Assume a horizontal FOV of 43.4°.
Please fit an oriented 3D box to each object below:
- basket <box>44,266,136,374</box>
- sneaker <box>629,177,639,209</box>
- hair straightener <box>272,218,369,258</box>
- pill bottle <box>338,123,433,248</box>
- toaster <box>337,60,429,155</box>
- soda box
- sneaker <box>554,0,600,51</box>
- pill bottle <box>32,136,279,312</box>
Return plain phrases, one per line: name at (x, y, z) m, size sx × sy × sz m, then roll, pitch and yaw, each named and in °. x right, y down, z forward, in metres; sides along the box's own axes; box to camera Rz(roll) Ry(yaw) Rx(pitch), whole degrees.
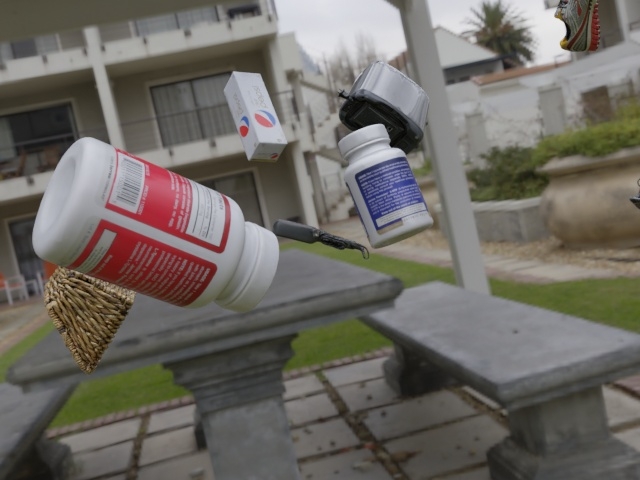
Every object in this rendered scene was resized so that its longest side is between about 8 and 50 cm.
basket at (-0.615, 0.181, 2.056) m, size 0.213 × 0.223 × 0.299 m, roll 30°, pitch -1°, yaw -11°
sneaker at (0.614, -0.123, 1.447) m, size 0.065 × 0.158 × 0.061 m, roll 29°, pitch 4°, yaw -5°
hair straightener at (0.000, 0.000, 1.812) m, size 0.230 × 0.047 × 0.089 m, roll 19°, pitch 2°, yaw 8°
pill bottle at (0.102, -0.091, 1.326) m, size 0.112 × 0.186 × 0.112 m, roll -21°, pitch -7°, yaw -3°
toaster at (0.142, -0.303, 1.818) m, size 0.129 × 0.227 × 0.146 m, roll -43°, pitch 19°, yaw 48°
soda box at (-0.150, -0.281, 1.828) m, size 0.074 × 0.216 × 0.069 m, roll -1°, pitch -34°, yaw -33°
sneaker at (0.571, -0.530, 1.797) m, size 0.093 × 0.225 × 0.088 m, roll -6°, pitch 21°, yaw 10°
pill bottle at (-0.289, -0.009, 1.474) m, size 0.408 × 0.229 × 0.229 m, roll 24°, pitch -16°, yaw -30°
